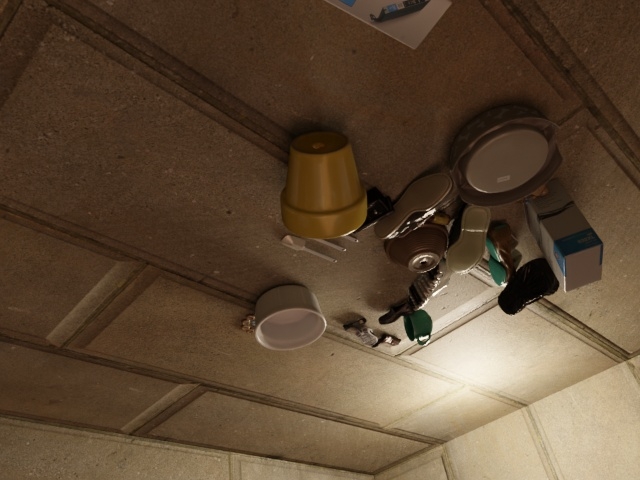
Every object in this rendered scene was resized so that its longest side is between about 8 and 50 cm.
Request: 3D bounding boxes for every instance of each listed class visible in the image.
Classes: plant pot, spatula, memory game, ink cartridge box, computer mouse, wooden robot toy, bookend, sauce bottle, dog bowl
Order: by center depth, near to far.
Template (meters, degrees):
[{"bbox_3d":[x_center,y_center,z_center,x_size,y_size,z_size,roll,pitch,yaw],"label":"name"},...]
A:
[{"bbox_3d":[0.170,-0.597,1.172,0.296,0.066,0.261,16,134,-28],"label":"ink cartridge box"},{"bbox_3d":[0.004,-0.169,1.517,0.254,0.254,0.239,-8,124,-4],"label":"plant pot"},{"bbox_3d":[0.554,-0.258,1.627,0.349,0.102,0.348,-6,140,-5],"label":"dog bowl"},{"bbox_3d":[0.130,-0.118,1.718,0.157,0.072,0.156,-28,137,19],"label":"bookend"},{"bbox_3d":[0.723,-0.182,1.771,0.079,0.076,0.173,16,119,-27],"label":"wooden robot toy"},{"bbox_3d":[0.811,-0.020,1.806,0.129,0.307,0.223,-22,139,10],"label":"ink cartridge box"},{"bbox_3d":[0.387,-0.081,1.842,0.128,0.042,0.042,10,136,-25],"label":"sauce bottle"},{"bbox_3d":[0.000,0.000,1.874,0.242,0.019,0.168,22,124,-34],"label":"spatula"},{"bbox_3d":[0.355,0.039,1.926,0.237,0.109,0.237,-6,141,-5],"label":"plant pot"},{"bbox_3d":[-0.237,0.345,2.224,0.186,0.012,0.186,-6,139,-5],"label":"memory game"},{"bbox_3d":[0.186,0.404,2.369,0.106,0.042,0.193,-29,131,13],"label":"computer mouse"}]

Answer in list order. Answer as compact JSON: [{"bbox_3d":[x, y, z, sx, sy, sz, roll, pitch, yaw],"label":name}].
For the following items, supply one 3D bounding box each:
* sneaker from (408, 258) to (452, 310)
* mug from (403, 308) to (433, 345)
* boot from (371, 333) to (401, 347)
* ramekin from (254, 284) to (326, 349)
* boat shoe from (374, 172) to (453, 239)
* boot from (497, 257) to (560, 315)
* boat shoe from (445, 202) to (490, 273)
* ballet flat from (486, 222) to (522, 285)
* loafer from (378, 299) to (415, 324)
[{"bbox_3d":[0.442,0.179,2.120,0.118,0.110,0.292,-1,140,-25],"label":"sneaker"},{"bbox_3d":[0.426,0.372,2.295,0.097,0.157,0.129,-10,165,-10],"label":"mug"},{"bbox_3d":[0.307,0.477,2.488,0.114,0.037,0.106,22,132,-39],"label":"boot"},{"bbox_3d":[-0.125,0.297,2.088,0.277,0.135,0.277,-7,138,-7],"label":"ramekin"},{"bbox_3d":[0.315,-0.109,1.756,0.095,0.112,0.335,4,147,-44],"label":"boat shoe"},{"bbox_3d":[0.859,0.143,2.069,0.260,0.131,0.348,-20,157,-26],"label":"boot"},{"bbox_3d":[0.516,-0.026,1.884,0.127,0.113,0.340,5,134,9],"label":"boat shoe"},{"bbox_3d":[0.700,0.050,2.035,0.124,0.116,0.342,-34,134,-2],"label":"ballet flat"},{"bbox_3d":[0.315,0.302,2.273,0.170,0.062,0.061,-29,115,16],"label":"loafer"}]
